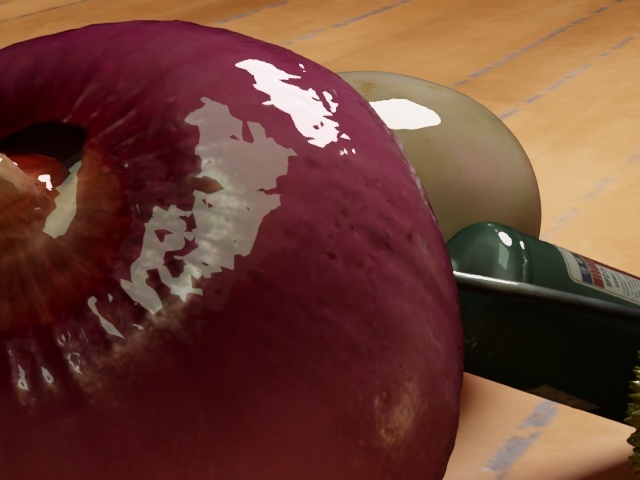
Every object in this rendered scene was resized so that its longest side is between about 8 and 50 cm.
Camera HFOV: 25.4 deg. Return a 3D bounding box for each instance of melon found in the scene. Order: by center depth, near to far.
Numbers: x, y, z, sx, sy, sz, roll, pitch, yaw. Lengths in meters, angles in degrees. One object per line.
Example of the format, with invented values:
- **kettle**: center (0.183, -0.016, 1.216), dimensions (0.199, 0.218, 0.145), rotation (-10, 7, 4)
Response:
- **melon**: center (0.000, 0.000, 0.962), dimensions (0.317, 0.223, 0.223), rotation (-19, 25, -27)

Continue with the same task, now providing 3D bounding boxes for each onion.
- **onion**: center (-0.120, 0.033, 0.678), dimensions (0.358, 0.345, 0.358), rotation (-25, 21, 11)

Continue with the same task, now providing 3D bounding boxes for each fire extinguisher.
- **fire extinguisher**: center (0.139, 0.047, 0.838), dimensions (0.294, 0.093, 0.118), rotation (20, -5, -23)

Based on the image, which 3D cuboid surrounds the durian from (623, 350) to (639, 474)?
- **durian**: center (0.236, 0.084, 0.750), dimensions (0.159, 0.198, 0.146), rotation (-10, 16, -12)
